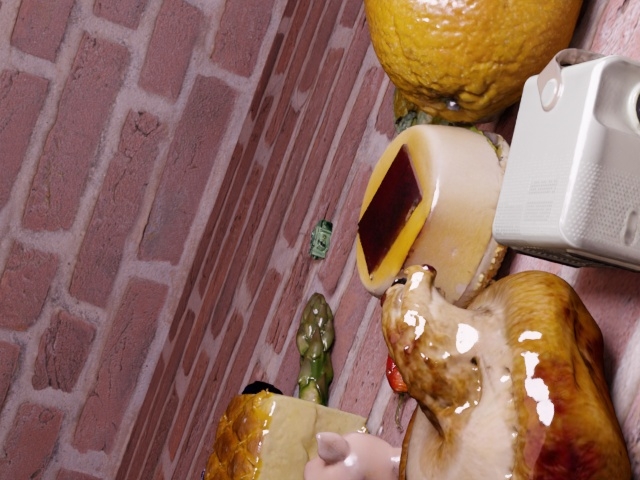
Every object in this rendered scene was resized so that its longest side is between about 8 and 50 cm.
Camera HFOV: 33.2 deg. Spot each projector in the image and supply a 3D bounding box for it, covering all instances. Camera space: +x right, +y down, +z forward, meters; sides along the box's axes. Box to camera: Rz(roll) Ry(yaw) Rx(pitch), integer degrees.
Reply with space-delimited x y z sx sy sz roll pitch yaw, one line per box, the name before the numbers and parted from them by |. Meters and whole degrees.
projector | 0.306 -0.090 1.173 0.177 0.164 0.242 180 105 -71

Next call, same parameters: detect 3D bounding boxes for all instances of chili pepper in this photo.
chili pepper | 0.131 0.155 1.651 0.059 0.051 0.267 83 -165 -83

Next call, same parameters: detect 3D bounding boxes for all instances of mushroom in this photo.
mushroom | 0.168 0.199 1.131 0.345 0.260 0.345 -162 90 -74

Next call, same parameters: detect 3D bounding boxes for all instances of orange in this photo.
orange | 0.211 -0.345 1.487 0.322 0.322 0.356 163 118 -70

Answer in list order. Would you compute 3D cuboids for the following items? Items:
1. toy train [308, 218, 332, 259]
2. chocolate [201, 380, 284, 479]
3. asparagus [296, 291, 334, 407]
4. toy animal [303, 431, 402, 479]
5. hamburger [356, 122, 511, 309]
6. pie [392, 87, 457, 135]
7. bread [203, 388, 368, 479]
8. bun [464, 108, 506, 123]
toy train | 0.000 0.000 2.283 0.053 0.033 0.083 -46 30 49
chocolate | -0.157 0.438 2.199 0.148 0.126 0.343 -30 -26 -50
asparagus | -0.009 0.207 2.023 0.080 0.080 0.287 125 158 -43
toy animal | 0.035 0.396 1.537 0.149 0.165 0.247 -161 83 -69
hamburger | 0.172 -0.027 1.527 0.302 0.170 0.301 -164 90 -71
pie | 0.209 -0.303 1.876 0.302 0.067 0.302 -161 90 -73
bread | -0.069 0.405 1.767 0.279 0.207 0.279 153 134 -68
bun | 0.254 -0.210 1.652 0.086 0.055 0.086 -32 31 22
